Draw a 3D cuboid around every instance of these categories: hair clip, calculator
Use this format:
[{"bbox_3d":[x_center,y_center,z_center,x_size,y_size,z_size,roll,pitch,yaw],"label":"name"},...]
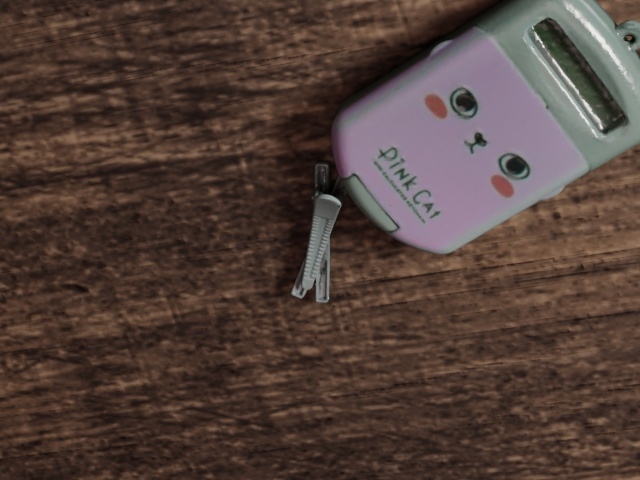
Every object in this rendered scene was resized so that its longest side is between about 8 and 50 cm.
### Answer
[{"bbox_3d":[-0.001,0.000,1.379,0.030,0.039,0.115,16,124,9],"label":"hair clip"},{"bbox_3d":[0.123,-0.087,1.298,0.246,0.045,0.141,-30,109,25],"label":"calculator"}]
